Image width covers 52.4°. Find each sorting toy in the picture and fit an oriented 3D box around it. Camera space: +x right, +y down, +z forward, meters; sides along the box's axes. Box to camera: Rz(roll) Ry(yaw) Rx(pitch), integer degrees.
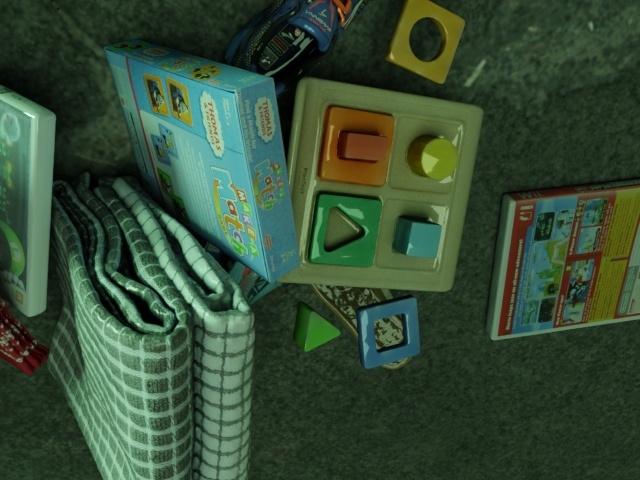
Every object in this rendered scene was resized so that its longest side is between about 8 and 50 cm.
[{"bbox_3d":[0.061,-0.044,0.582,0.196,0.047,0.347,4,100,-23],"label":"sorting toy"}]

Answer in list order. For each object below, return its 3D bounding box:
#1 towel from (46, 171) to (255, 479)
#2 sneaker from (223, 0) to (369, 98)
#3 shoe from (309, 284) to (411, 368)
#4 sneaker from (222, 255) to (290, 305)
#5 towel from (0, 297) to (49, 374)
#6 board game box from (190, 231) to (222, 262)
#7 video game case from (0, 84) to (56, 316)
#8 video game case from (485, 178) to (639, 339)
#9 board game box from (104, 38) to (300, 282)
[{"bbox_3d":[-0.168,0.089,0.584,0.121,0.284,0.235,-17,127,-30],"label":"towel"},{"bbox_3d":[0.001,-0.202,0.566,0.083,0.087,0.221,30,110,-26],"label":"sneaker"},{"bbox_3d":[0.032,0.048,0.730,0.076,0.058,0.219,-30,104,2],"label":"shoe"},{"bbox_3d":[0.000,0.000,0.636,0.125,0.104,0.262,41,95,-6],"label":"sneaker"},{"bbox_3d":[-0.349,-0.002,0.541,0.199,0.031,0.275,21,145,24],"label":"towel"},{"bbox_3d":[-0.120,0.009,0.663,0.020,0.090,0.090,15,116,-22],"label":"board game box"},{"bbox_3d":[-0.299,-0.051,0.566,0.173,0.022,0.190,27,119,22],"label":"video game case"},{"bbox_3d":[0.353,0.021,0.809,0.285,0.025,0.204,-7,122,-8],"label":"video game case"},{"bbox_3d":[-0.104,-0.075,0.552,0.039,0.211,0.160,-28,127,-30],"label":"board game box"}]
